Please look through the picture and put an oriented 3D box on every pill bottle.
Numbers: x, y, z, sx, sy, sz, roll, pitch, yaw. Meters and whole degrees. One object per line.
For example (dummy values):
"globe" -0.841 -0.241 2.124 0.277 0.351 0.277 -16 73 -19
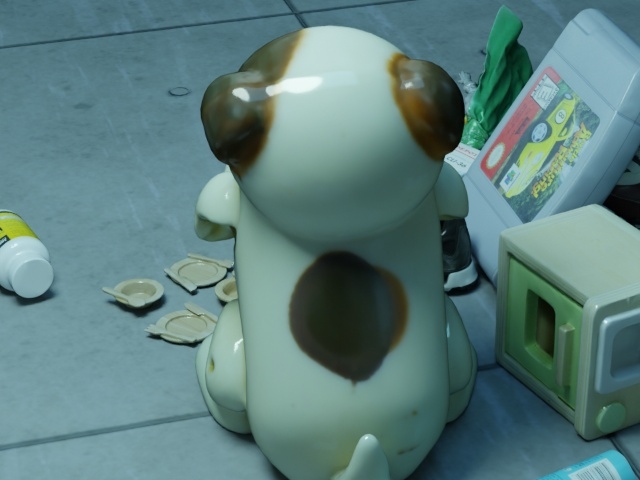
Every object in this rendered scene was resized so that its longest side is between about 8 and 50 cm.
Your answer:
"pill bottle" -0.333 0.017 2.064 0.065 0.065 0.116 -15 31 -24

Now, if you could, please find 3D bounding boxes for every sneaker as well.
"sneaker" 0.325 -0.056 2.139 0.106 0.162 0.281 -49 22 -8
"sneaker" 0.054 -0.002 2.044 0.234 0.106 0.078 0 27 3

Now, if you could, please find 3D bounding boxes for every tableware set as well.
"tableware set" -0.139 0.058 2.030 0.141 0.020 0.168 22 36 37

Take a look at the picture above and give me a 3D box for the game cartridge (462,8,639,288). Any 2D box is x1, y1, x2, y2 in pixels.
"game cartridge" 0.254 -0.093 2.042 0.060 0.294 0.196 24 17 -31

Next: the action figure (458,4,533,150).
"action figure" 0.215 -0.180 2.386 0.063 0.137 0.232 -13 30 29

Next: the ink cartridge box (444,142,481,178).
"ink cartridge box" 0.125 -0.068 2.205 0.198 0.067 0.115 -24 36 -37

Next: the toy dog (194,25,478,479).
"toy dog" 0.000 0.000 1.724 0.284 0.408 0.395 2 28 6

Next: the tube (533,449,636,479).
"tube" 0.179 0.242 1.654 0.207 0.052 0.080 -18 28 -19

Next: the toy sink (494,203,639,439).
"toy sink" 0.279 0.090 1.820 0.131 0.153 0.234 -16 33 -25
